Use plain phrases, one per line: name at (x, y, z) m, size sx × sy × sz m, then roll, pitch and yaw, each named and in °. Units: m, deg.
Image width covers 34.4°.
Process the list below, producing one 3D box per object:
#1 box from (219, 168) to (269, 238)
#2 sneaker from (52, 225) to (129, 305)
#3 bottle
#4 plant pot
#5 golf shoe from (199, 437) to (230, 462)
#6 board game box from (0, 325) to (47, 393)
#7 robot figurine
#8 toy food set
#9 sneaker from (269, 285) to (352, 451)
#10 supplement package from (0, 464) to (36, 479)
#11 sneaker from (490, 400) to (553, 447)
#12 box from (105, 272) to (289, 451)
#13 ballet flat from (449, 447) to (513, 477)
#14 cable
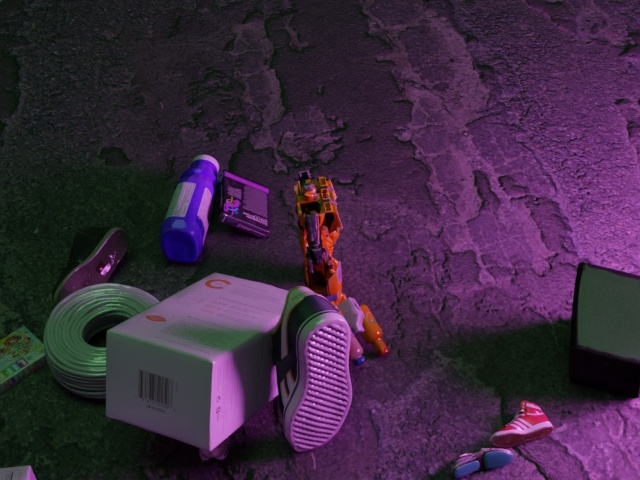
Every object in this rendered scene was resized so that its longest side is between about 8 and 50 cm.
box at (-0.171, -0.082, 2.320) m, size 0.116 × 0.029 × 0.162 m, roll 22°, pitch 35°, yaw -21°
sneaker at (-0.514, 0.059, 2.221) m, size 0.118 × 0.083 × 0.222 m, roll 6°, pitch 47°, yaw 41°
bottle at (-0.284, -0.080, 2.303) m, size 0.092 × 0.118 × 0.283 m, roll 6°, pitch 44°, yaw 4°
plant pot at (0.539, 0.176, 1.894) m, size 0.188 × 0.187 × 0.167 m, roll 15°, pitch 57°, yaw 21°
golf shoe at (-0.198, 0.313, 1.883) m, size 0.069 × 0.086 × 0.176 m, roll -12°, pitch 41°, yaw -4°
board game box at (-0.623, 0.243, 2.050) m, size 0.154 × 0.026 × 0.103 m, roll -35°, pitch 50°, yaw -29°
robot figurine at (0.000, 0.000, 2.054) m, size 0.085 × 0.291 × 0.211 m, roll -8°, pitch 43°, yaw -3°
toy food set at (0.046, 0.182, 1.924) m, size 0.111 × 0.232 × 0.104 m, roll -34°, pitch 75°, yaw 9°
sneaker at (-0.018, 0.219, 1.795) m, size 0.126 × 0.321 × 0.127 m, roll -11°, pitch 40°, yaw -24°
supplement package at (-0.573, 0.502, 1.627) m, size 0.262 × 0.199 × 0.198 m, roll -6°, pitch 41°, yaw 0°
sneaker at (0.347, 0.325, 1.840) m, size 0.118 × 0.042 × 0.067 m, roll -9°, pitch 45°, yaw -15°
box at (-0.194, 0.202, 1.845) m, size 0.215 × 0.168 × 0.345 m, roll 13°, pitch 21°, yaw 24°
ballet flat at (0.275, 0.378, 1.794) m, size 0.114 × 0.041 × 0.041 m, roll -14°, pitch 42°, yaw -10°
cable at (-0.411, 0.192, 2.030) m, size 0.257 × 0.089 × 0.257 m, roll -5°, pitch 42°, yaw -5°
